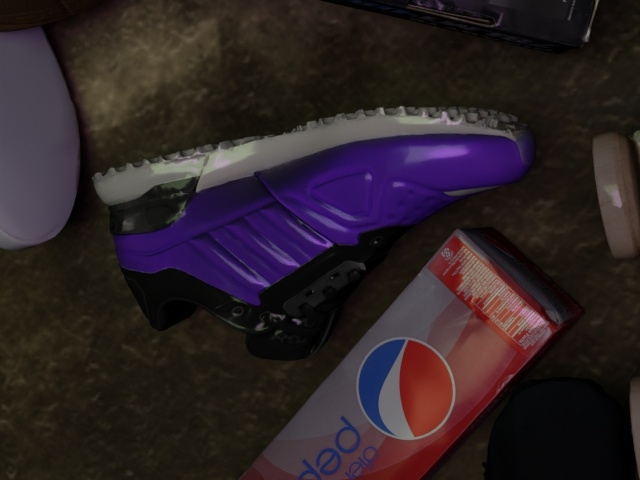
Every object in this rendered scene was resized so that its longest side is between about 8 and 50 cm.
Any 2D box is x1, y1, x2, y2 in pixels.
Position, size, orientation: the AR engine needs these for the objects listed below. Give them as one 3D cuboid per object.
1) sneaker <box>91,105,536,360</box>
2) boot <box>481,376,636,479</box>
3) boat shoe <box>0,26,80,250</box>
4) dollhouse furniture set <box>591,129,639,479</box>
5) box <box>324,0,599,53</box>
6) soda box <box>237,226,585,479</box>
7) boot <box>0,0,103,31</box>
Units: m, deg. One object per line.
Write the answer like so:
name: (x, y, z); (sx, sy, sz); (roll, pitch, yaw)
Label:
sneaker: (0.000, 0.000, 0.689); (0.293, 0.102, 0.146); (-9, 93, 25)
boot: (0.115, 0.157, 0.540); (0.094, 0.246, 0.207); (-12, 53, 17)
boat shoe: (-0.263, -0.128, 0.773); (0.102, 0.108, 0.301); (-24, 83, 36)
dollhouse furniture set: (0.328, 0.100, 0.482); (0.362, 0.256, 0.394); (-8, 89, 20)
box: (0.041, -0.283, 0.624); (0.293, 0.073, 0.296); (12, 97, 0)
soda box: (0.041, 0.114, 0.674); (0.083, 0.092, 0.263); (44, 106, 15)
boot: (-0.167, -0.282, 0.726); (0.262, 0.095, 0.203); (-35, 81, 7)
